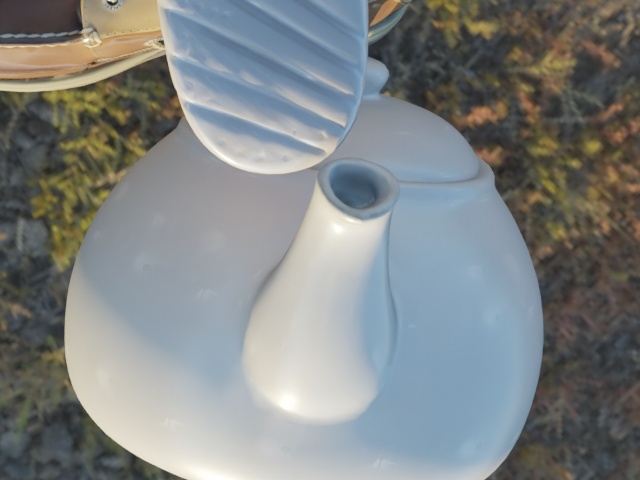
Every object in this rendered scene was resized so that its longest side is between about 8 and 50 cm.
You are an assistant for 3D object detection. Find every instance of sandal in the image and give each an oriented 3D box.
[{"bbox_3d":[-0.030,-0.161,0.524,0.102,0.076,0.265,-1,103,-1],"label":"sandal"}]

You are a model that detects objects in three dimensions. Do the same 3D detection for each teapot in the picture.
[{"bbox_3d":[0.000,0.000,0.668,0.252,0.256,0.187,-6,111,-46],"label":"teapot"}]

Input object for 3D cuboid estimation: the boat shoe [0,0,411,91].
[{"bbox_3d":[-0.083,-0.155,0.715,0.324,0.123,0.116,-12,175,-23],"label":"boat shoe"}]
